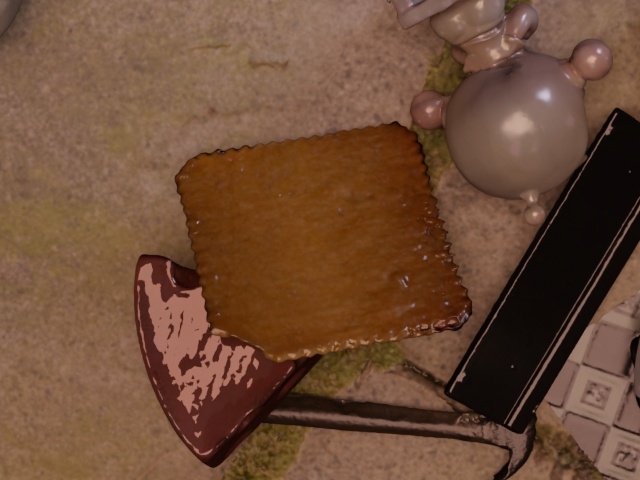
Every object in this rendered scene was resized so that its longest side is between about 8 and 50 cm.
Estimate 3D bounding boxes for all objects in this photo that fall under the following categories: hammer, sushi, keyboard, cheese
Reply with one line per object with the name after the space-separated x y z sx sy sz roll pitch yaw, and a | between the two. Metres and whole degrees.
0.058 0.171 1.583 0.297 0.027 0.125 6 91 5 | hammer
0.349 0.147 1.538 0.231 0.047 0.219 -37 90 8 | sushi
0.231 0.032 1.530 0.101 0.018 0.309 30 93 -21 | keyboard
-0.099 0.080 1.533 0.177 0.128 0.203 42 85 8 | cheese

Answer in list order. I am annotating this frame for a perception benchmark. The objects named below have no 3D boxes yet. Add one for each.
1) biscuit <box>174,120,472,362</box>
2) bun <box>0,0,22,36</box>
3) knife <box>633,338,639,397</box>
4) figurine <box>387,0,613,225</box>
0.000 0.000 1.500 0.237 0.013 0.232 -10 60 -8 | biscuit
-0.364 -0.247 1.546 0.173 0.120 0.172 7 69 -17 | bun
0.354 0.038 1.514 0.058 0.032 0.244 39 87 14 | knife
0.170 -0.145 1.489 0.182 0.144 0.256 -25 95 2 | figurine
